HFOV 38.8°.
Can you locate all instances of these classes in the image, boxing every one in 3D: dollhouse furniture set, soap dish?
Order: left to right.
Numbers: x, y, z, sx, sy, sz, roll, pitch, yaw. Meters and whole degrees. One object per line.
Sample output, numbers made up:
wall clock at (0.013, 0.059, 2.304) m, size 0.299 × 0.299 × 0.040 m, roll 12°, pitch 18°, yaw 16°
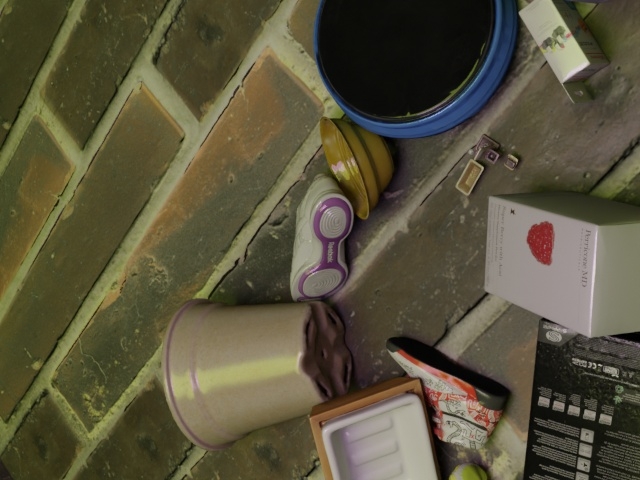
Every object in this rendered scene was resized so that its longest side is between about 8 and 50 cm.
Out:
soap dish at (0.109, 0.422, 1.799) m, size 0.118 × 0.228 × 0.291 m, roll -133°, pitch 28°, yaw -66°
dollhouse furniture set at (0.292, -0.123, 1.673) m, size 0.091 × 0.081 × 0.114 m, roll 39°, pitch 119°, yaw 24°

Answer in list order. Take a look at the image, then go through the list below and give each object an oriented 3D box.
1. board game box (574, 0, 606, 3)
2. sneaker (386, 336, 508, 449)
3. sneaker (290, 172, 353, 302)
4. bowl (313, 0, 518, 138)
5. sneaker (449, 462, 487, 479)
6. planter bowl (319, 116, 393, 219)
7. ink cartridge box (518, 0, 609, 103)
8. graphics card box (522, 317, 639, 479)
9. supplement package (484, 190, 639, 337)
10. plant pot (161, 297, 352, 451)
board game box at (0.415, -0.534, 1.416) m, size 0.097 × 0.224 × 0.303 m, roll -6°, pitch 96°, yaw 37°
sneaker at (0.227, 0.306, 1.800) m, size 0.270 × 0.090 × 0.145 m, roll 26°, pitch 111°, yaw 26°
sneaker at (0.000, 0.000, 1.911) m, size 0.152 × 0.114 × 0.305 m, roll -110°, pitch 28°, yaw -50°
bowl at (0.161, -0.383, 1.664) m, size 0.391 × 0.077 × 0.391 m, roll -1°, pitch 87°, yaw 28°
sneaker at (0.337, 0.549, 1.786) m, size 0.240 × 0.091 × 0.126 m, roll 50°, pitch 141°, yaw 17°
planter bowl at (0.083, -0.158, 1.786) m, size 0.217 × 0.090 × 0.217 m, roll 62°, pitch 168°, yaw 23°
ink cartridge box at (0.419, -0.324, 1.527) m, size 0.061 × 0.104 × 0.181 m, roll -34°, pitch 80°, yaw 36°
graphics card box at (0.490, 0.327, 1.612) m, size 0.232 × 0.094 × 0.371 m, roll 11°, pitch 106°, yaw 34°
supplement package at (0.419, 0.027, 1.476) m, size 0.293 × 0.175 × 0.178 m, roll -154°, pitch 63°, yaw -65°
plant pot at (-0.113, 0.260, 1.925) m, size 0.305 × 0.334 × 0.334 m, roll -13°, pitch 91°, yaw 25°
